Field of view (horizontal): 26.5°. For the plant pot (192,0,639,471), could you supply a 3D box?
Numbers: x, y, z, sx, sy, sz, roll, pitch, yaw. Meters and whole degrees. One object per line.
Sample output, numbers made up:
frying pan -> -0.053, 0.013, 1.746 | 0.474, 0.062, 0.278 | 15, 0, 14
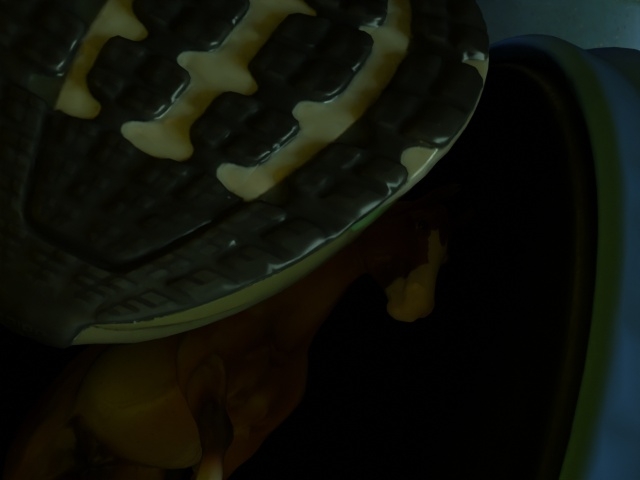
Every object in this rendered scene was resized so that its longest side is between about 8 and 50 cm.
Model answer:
plant pot -> 0.106, 0.012, 0.909 | 0.341, 0.341, 0.334 | 21, 77, -81

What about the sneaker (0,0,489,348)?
sneaker -> -0.019, -0.058, 0.565 | 0.410, 0.158, 0.182 | -55, 172, -52

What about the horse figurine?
horse figurine -> -0.067, 0.081, 0.513 | 0.263, 0.066, 0.174 | -35, -156, 41

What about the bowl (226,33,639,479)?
bowl -> 0.042, 0.099, 0.556 | 0.391, 0.077, 0.391 | -159, -90, -75
